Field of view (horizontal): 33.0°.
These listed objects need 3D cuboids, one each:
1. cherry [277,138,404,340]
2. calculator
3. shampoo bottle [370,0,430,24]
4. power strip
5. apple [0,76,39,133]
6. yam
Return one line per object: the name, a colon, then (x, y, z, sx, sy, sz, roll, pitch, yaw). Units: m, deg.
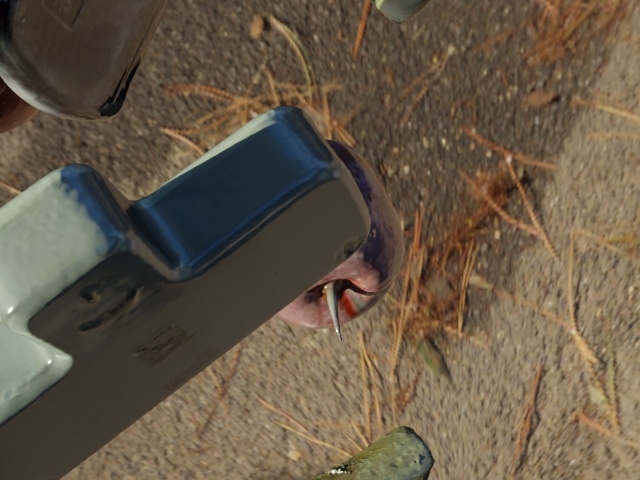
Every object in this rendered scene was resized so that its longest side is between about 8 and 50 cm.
cherry: (0.000, 0.000, 1.406, 0.213, 0.236, 0.285, 6, 59, -21)
calculator: (-0.164, -0.175, 0.764, 0.040, 0.268, 0.177, 23, 87, 10)
shampoo bottle: (-0.004, -0.295, 0.826, 0.284, 0.101, 0.101, 44, 83, -4)
power strip: (-0.102, 0.027, 0.545, 0.265, 0.193, 0.059, -37, 68, -2)
apple: (-0.369, -0.209, 1.182, 0.201, 0.162, 0.201, 0, 90, 29)
yam: (0.022, 0.147, 0.629, 0.094, 0.043, 0.043, -28, 72, -10)
